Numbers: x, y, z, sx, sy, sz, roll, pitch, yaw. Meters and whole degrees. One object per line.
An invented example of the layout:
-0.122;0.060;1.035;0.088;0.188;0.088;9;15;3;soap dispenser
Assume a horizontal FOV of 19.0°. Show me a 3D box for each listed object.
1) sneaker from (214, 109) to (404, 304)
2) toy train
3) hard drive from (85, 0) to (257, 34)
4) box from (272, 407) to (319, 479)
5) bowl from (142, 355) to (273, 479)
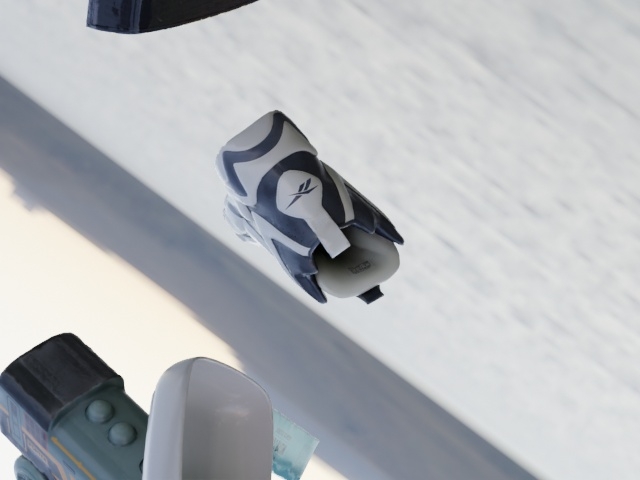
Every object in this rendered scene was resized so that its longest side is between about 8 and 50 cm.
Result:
0.000;0.000;1.524;0.153;0.094;0.235;52;169;17;sneaker
-0.201;0.241;1.909;0.334;0.142;0.190;40;147;32;toy train
-0.066;-0.256;1.491;0.054;0.254;0.172;38;135;28;hard drive
-0.084;0.197;2.034;0.100;0.060;0.244;25;172;19;box
-0.093;0.171;1.525;0.053;0.142;0.142;-8;157;28;bowl
